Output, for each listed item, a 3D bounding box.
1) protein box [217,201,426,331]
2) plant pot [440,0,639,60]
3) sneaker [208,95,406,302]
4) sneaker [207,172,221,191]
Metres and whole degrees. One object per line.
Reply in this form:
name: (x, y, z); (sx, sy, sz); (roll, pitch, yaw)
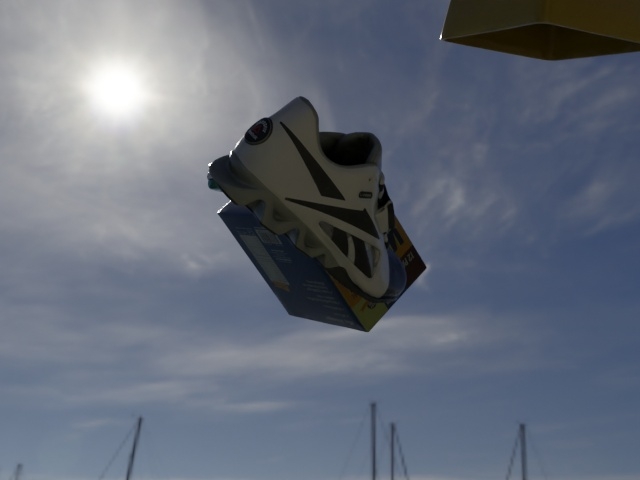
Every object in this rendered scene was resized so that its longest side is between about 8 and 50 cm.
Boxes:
protein box: (0.000, 0.000, 1.156); (0.200, 0.136, 0.201); (4, -47, 55)
plant pot: (0.312, -0.353, 1.092); (0.212, 0.187, 0.212); (3, 5, -28)
sneaker: (0.036, -0.038, 0.922); (0.146, 0.122, 0.330); (-45, -40, 6)
sneaker: (-0.081, -0.070, 1.533); (0.275, 0.110, 0.107); (17, -6, -22)
